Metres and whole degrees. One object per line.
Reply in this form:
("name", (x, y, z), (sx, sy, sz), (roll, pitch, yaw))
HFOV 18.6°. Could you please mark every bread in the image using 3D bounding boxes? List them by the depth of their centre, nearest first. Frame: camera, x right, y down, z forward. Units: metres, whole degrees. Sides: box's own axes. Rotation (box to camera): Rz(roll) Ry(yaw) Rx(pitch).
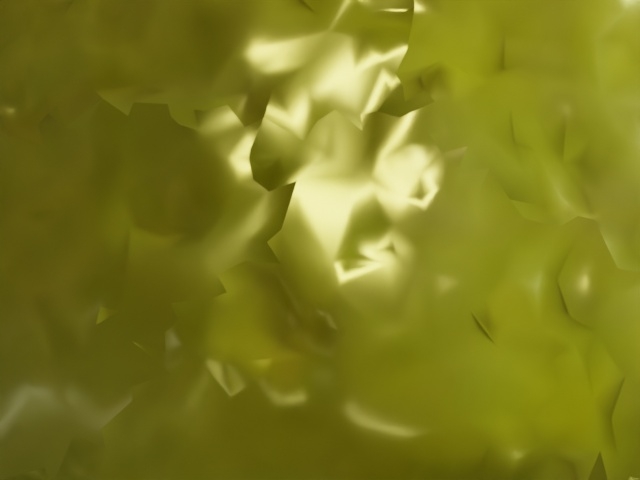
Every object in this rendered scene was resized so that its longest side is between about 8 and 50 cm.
("bread", (0.000, 0.000, 0.557), (0.348, 0.348, 0.307), (36, 47, -43))
